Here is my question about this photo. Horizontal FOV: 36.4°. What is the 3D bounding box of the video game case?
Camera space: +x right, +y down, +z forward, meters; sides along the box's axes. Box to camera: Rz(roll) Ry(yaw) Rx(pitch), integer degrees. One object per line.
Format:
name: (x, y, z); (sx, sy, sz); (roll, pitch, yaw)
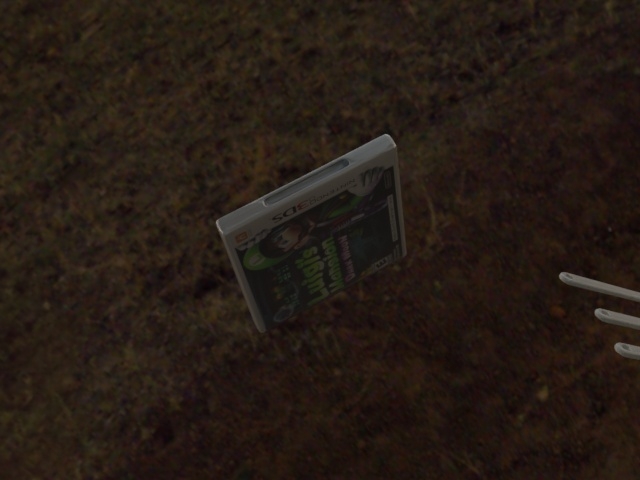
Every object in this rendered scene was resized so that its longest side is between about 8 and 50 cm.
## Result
video game case: (0.000, 0.000, 0.917); (0.173, 0.190, 0.022); (-27, 59, -9)

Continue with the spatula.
spatula: (0.360, 0.094, 0.982); (0.019, 0.242, 0.168); (-66, 25, 25)
